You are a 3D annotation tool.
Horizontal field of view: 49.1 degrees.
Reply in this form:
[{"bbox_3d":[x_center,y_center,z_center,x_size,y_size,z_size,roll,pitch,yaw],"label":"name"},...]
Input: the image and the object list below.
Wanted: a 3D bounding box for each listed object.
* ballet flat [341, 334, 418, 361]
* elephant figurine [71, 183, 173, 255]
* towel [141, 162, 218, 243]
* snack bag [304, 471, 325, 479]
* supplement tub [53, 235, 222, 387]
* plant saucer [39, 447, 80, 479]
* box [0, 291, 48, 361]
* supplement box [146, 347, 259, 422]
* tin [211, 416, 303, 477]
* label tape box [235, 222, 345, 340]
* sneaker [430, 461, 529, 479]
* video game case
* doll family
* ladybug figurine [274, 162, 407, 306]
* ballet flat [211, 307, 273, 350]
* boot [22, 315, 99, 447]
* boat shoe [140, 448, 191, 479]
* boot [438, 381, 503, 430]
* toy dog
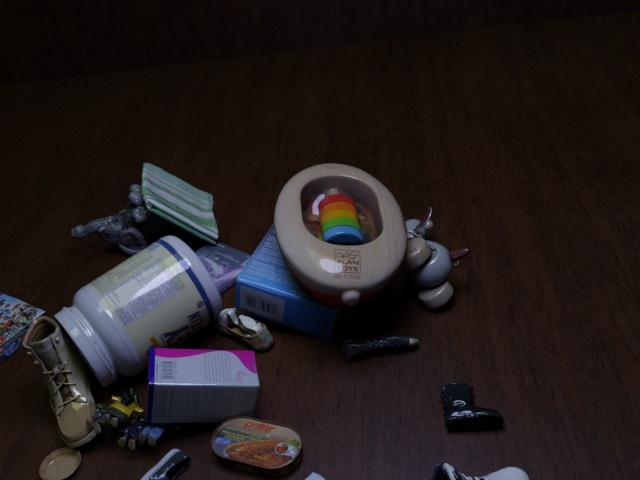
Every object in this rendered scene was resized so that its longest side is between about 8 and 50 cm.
[{"bbox_3d":[0.134,0.238,1.571,0.173,0.049,0.057,-7,-9,2],"label":"ballet flat"},{"bbox_3d":[-0.570,-0.040,2.065,0.239,0.186,0.169,-43,-4,14],"label":"elephant figurine"},{"bbox_3d":[-0.416,-0.119,2.076,0.247,0.038,0.325,28,17,-23],"label":"towel"},{"bbox_3d":[0.000,0.564,1.123,0.342,0.037,0.323,23,46,39],"label":"snack bag"},{"bbox_3d":[-0.419,0.164,1.624,0.324,0.236,0.235,-35,41,-24],"label":"supplement tub"},{"bbox_3d":[-0.528,0.460,1.427,0.083,0.015,0.083,-6,34,4],"label":"plant saucer"},{"bbox_3d":[-0.847,0.218,1.837,0.233,0.044,0.159,14,40,32],"label":"box"},{"bbox_3d":[-0.246,0.300,1.448,0.219,0.114,0.111,3,31,-14],"label":"supplement box"},{"bbox_3d":[-0.124,0.407,1.385,0.189,0.040,0.106,7,41,23],"label":"tin"},{"bbox_3d":[-0.029,0.061,1.745,0.249,0.115,0.348,17,40,11],"label":"label tape box"},{"bbox_3d":[0.255,0.419,1.165,0.234,0.153,0.094,-20,37,-15],"label":"sneaker"},{"bbox_3d":[-0.324,0.099,1.897,0.196,0.026,0.274,20,43,37],"label":"video game case"},{"bbox_3d":[-0.382,0.368,1.456,0.192,0.076,0.111,27,21,10],"label":"doll family"},{"bbox_3d":[0.042,-0.005,1.622,0.304,0.162,0.450,3,41,-4],"label":"ladybug figurine"},{"bbox_3d":[-0.193,0.197,1.680,0.206,0.067,0.073,18,46,36],"label":"ballet flat"},{"bbox_3d":[-0.556,0.297,1.499,0.095,0.204,0.262,-22,34,-11],"label":"boot"},{"bbox_3d":[-0.305,0.458,1.345,0.040,0.049,0.142,12,37,28],"label":"boat shoe"},{"bbox_3d":[0.297,0.327,1.390,0.121,0.045,0.099,-5,31,9],"label":"boot"},{"bbox_3d":[0.279,0.011,1.738,0.160,0.220,0.334,-28,41,13],"label":"toy dog"}]
